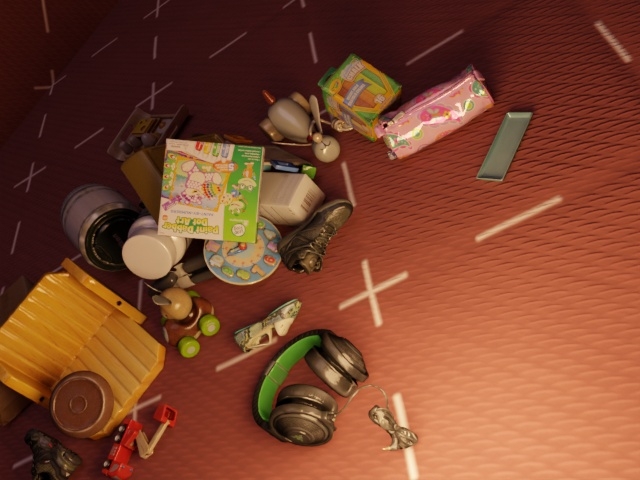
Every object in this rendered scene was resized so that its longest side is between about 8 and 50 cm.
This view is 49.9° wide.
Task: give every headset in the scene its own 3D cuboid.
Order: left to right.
[{"bbox_3d":[0.020,0.316,1.385,0.394,0.185,0.243,2,54,57],"label":"headset"}]

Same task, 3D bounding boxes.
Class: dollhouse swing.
[{"bbox_3d":[-0.641,0.292,1.807,0.347,0.315,0.305,-52,31,-9],"label":"dollhouse swing"}]

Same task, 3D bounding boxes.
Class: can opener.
[{"bbox_3d":[-0.343,0.094,1.858,0.283,0.076,0.095,-21,27,24],"label":"can opener"}]

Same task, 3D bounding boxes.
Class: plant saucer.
[{"bbox_3d":[-0.607,0.413,1.732,0.168,0.029,0.168,-1,78,3],"label":"plant saucer"},{"bbox_3d":[-0.344,-0.186,1.912,0.332,0.081,0.333,-18,49,-28],"label":"plant saucer"},{"bbox_3d":[0.418,-0.211,1.552,0.067,0.018,0.192,10,65,43],"label":"plant saucer"}]

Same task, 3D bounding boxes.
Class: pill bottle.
[{"bbox_3d":[-0.435,-0.025,1.909,0.161,0.161,0.283,-24,23,21],"label":"pill bottle"}]

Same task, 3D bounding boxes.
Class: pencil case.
[{"bbox_3d":[0.274,-0.309,1.668,0.284,0.124,0.124,-27,44,17],"label":"pencil case"}]

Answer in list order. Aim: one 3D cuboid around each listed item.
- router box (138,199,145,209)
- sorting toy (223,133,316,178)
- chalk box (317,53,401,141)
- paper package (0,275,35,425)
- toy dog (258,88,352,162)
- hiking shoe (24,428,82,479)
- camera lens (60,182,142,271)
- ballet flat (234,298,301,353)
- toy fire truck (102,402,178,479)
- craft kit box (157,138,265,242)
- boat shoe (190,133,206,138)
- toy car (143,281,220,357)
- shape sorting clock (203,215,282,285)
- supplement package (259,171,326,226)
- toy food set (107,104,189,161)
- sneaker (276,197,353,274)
[{"bbox_3d":[-0.538,-0.163,2.260,0.092,0.038,0.122,-10,51,32],"label":"router box"},{"bbox_3d":[-0.148,-0.227,1.911,0.347,0.196,0.047,34,116,48],"label":"sorting toy"},{"bbox_3d":[0.091,-0.385,1.799,0.213,0.132,0.132,36,81,14],"label":"chalk box"},{"bbox_3d":[-0.917,0.323,2.072,0.309,0.168,0.325,-43,41,0],"label":"paper package"},{"bbox_3d":[-0.069,-0.343,1.939,0.333,0.161,0.220,13,67,44],"label":"toy dog"},{"bbox_3d":[-0.717,0.566,1.773,0.227,0.086,0.114,11,61,42],"label":"hiking shoe"},{"bbox_3d":[-0.668,-0.044,2.129,0.219,0.219,0.274,-50,42,-7],"label":"camera lens"},{"bbox_3d":[-0.114,0.207,1.614,0.188,0.070,0.070,-32,43,17],"label":"ballet flat"},{"bbox_3d":[-0.432,0.482,1.643,0.135,0.047,0.192,-2,57,36],"label":"toy fire truck"},{"bbox_3d":[-0.275,-0.123,1.738,0.249,0.061,0.247,4,91,0],"label":"craft kit box"},{"bbox_3d":[-0.338,-0.193,2.086,0.341,0.121,0.110,-111,36,-48],"label":"boat shoe"},{"bbox_3d":[-0.374,0.177,1.738,0.149,0.188,0.155,-47,41,-3],"label":"toy car"},{"bbox_3d":[-0.199,0.020,1.774,0.206,0.040,0.206,-1,60,2],"label":"shape sorting clock"},{"bbox_3d":[-0.096,-0.108,1.812,0.179,0.105,0.105,8,64,42],"label":"supplement package"},{"bbox_3d":[-0.628,-0.396,2.481,0.306,0.092,0.220,8,63,42],"label":"toy food set"},{"bbox_3d":[0.000,0.000,1.666,0.227,0.087,0.130,-37,43,13],"label":"sneaker"}]
